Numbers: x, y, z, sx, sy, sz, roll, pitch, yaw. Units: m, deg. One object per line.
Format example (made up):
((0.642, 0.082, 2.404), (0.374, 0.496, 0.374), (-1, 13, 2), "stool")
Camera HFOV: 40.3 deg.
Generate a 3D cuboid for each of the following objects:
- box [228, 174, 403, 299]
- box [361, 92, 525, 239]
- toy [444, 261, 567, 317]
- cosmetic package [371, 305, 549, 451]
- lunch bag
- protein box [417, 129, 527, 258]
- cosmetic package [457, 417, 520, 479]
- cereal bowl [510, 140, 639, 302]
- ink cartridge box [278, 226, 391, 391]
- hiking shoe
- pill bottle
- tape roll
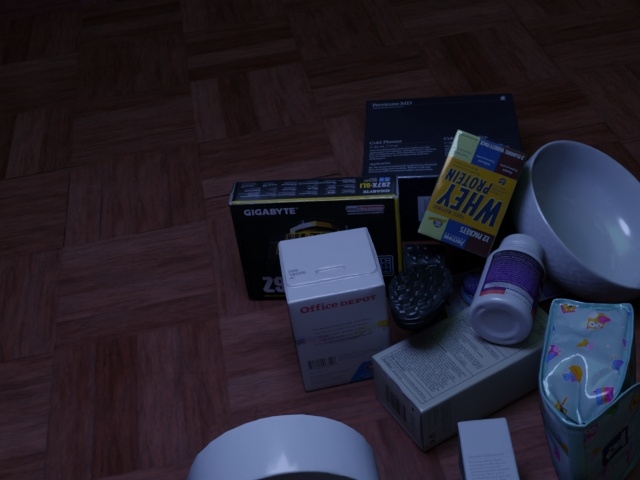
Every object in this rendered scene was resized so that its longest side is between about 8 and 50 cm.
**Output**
((0.000, 0.000, 1.721), (0.322, 0.257, 0.079), (-1, 41, 7), "box")
((0.268, -0.165, 1.935), (0.343, 0.178, 0.312), (-1, 41, 8), "box")
((0.350, 0.078, 1.725), (0.237, 0.056, 0.137), (-13, 39, -6), "toy")
((0.262, 0.217, 1.530), (0.310, 0.113, 0.160), (-23, 41, -18), "cosmetic package")
((0.421, 0.257, 1.368), (0.160, 0.223, 0.262), (1, 42, 19), "lunch bag")
((0.283, -0.082, 1.657), (0.136, 0.201, 0.200), (21, 2, 7), "protein box")
((0.260, 0.395, 1.314), (0.086, 0.117, 0.231), (-7, 38, 3), "cosmetic package")
((0.505, -0.021, 1.696), (0.339, 0.141, 0.338), (15, 53, -22), "cereal bowl")
((0.027, 0.123, 1.586), (0.171, 0.232, 0.168), (-10, 40, -3), "ink cartridge box")
((0.192, 0.107, 1.582), (0.113, 0.132, 0.304), (-2, 19, 15), "hiking shoe")
((0.330, 0.078, 1.513), (0.108, 0.108, 0.193), (9, 42, 20), "pill bottle")
((-0.051, 0.379, 1.255), (0.286, 0.286, 0.100), (-10, 41, -2), "tape roll")
